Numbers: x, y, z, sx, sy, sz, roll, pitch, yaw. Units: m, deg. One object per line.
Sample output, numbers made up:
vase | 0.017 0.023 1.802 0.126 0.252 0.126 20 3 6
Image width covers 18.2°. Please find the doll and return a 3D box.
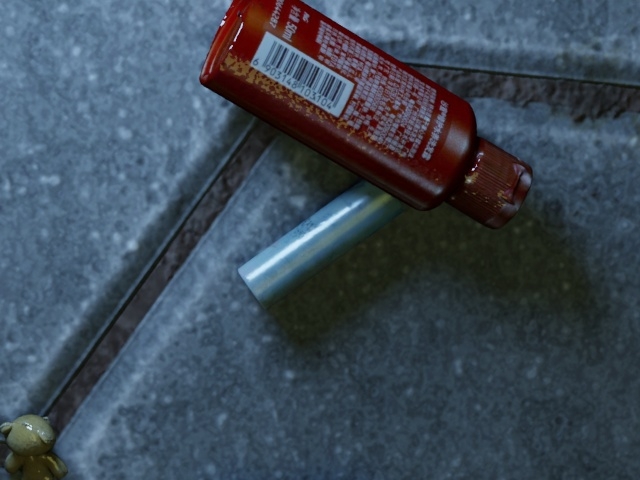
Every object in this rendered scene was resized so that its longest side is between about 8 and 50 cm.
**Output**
doll | -0.264 0.203 1.827 0.062 0.051 0.093 4 103 16

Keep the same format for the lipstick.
lipstick | 0.000 0.000 1.827 0.158 0.048 0.048 -36 109 0

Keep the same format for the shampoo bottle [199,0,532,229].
shampoo bottle | 0.045 -0.114 1.780 0.314 0.076 0.118 29 58 -18
